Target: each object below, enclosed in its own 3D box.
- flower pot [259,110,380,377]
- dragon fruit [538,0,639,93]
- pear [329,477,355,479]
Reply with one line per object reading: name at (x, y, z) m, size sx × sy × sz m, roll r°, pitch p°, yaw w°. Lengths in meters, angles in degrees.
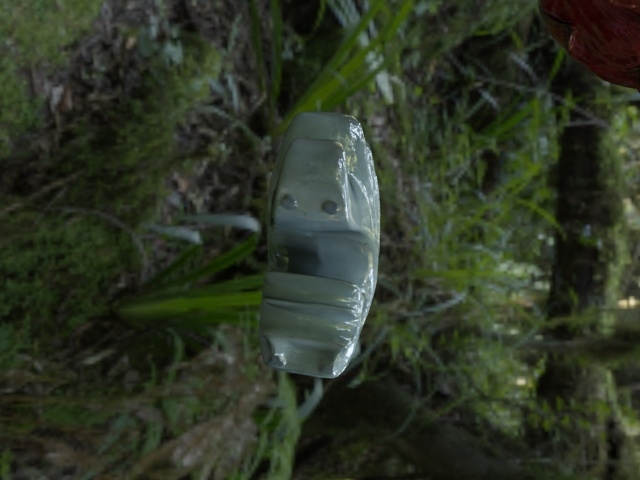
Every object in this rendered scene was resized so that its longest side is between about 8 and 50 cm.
flower pot at (0.000, 0.000, 1.500) m, size 0.254 × 0.164 × 0.368 m, roll -73°, pitch 168°, yaw -59°
dragon fruit at (0.351, -0.278, 1.205) m, size 0.329 × 0.286 × 0.228 m, roll 11°, pitch 90°, yaw -81°
pear at (0.051, 0.570, 2.132) m, size 0.197 × 0.197 × 0.197 m, roll -4°, pitch 90°, yaw -81°
